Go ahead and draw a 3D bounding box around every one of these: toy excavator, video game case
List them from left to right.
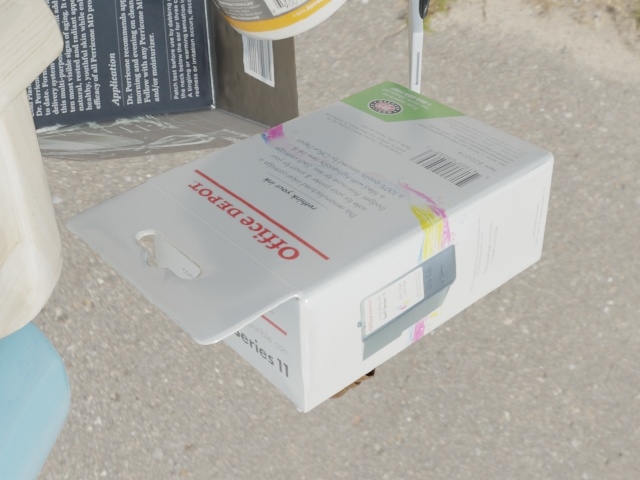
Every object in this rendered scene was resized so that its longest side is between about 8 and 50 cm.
[{"bbox_3d":[-0.272,0.077,0.553,0.446,0.222,0.432,-18,120,20],"label":"toy excavator"},{"bbox_3d":[0.184,-0.405,1.626,0.023,0.183,0.201,0,57,4],"label":"video game case"}]

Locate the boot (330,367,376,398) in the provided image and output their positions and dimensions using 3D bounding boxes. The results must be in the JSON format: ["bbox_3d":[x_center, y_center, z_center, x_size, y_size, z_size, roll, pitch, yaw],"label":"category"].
[{"bbox_3d":[0.008,0.118,1.160,0.073,0.152,0.197,-9,76,-38],"label":"boot"}]

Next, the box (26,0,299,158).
[{"bbox_3d":[-0.326,-0.311,1.452,0.472,0.480,0.297,-3,91,14],"label":"box"}]

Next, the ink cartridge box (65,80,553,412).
[{"bbox_3d":[0.000,0.000,0.696,0.354,0.207,0.119,-27,133,-31],"label":"ink cartridge box"}]

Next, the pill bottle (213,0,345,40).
[{"bbox_3d":[-0.079,-0.335,0.776,0.162,0.162,0.278,-49,138,-11],"label":"pill bottle"}]

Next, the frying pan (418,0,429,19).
[{"bbox_3d":[0.132,-0.455,1.053,0.053,0.197,0.326,9,111,0],"label":"frying pan"}]
